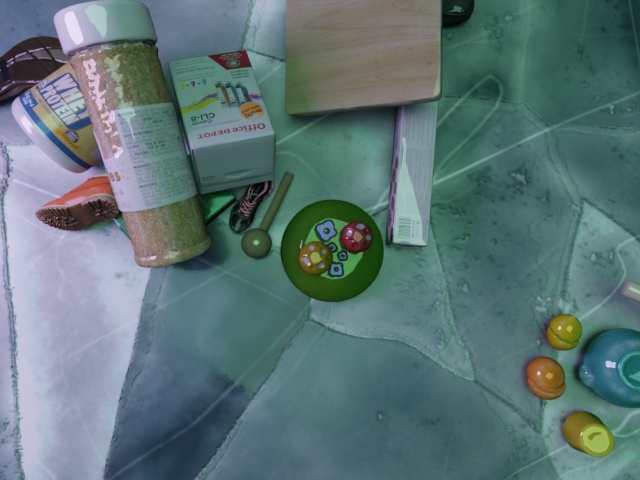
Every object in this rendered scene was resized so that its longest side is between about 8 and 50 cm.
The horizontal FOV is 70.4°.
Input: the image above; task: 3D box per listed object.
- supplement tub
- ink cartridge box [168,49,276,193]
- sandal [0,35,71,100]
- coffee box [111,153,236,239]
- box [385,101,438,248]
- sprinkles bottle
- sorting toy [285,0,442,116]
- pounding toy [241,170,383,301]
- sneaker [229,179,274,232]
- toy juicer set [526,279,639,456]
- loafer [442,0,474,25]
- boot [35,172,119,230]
[{"bbox_3d":[-0.368,-0.221,0.743,0.200,0.144,0.144,-39,88,-5],"label":"supplement tub"},{"bbox_3d":[-0.155,-0.187,0.730,0.128,0.127,0.176,-15,68,-14],"label":"ink cartridge box"},{"bbox_3d":[-0.510,-0.283,0.789,0.220,0.060,0.089,-21,80,10],"label":"sandal"},{"bbox_3d":[-0.250,-0.055,0.786,0.184,0.040,0.113,-42,88,-5],"label":"coffee box"},{"bbox_3d":[0.163,-0.147,0.804,0.067,0.063,0.323,5,85,-3],"label":"box"},{"bbox_3d":[-0.258,-0.142,0.655,0.122,0.121,0.354,-13,107,-4],"label":"sprinkles bottle"},{"bbox_3d":[0.076,-0.339,0.767,0.258,0.089,0.255,0,88,21],"label":"sorting toy"},{"bbox_3d":[0.000,0.000,0.760,0.237,0.110,0.182,30,84,0],"label":"pounding toy"},{"bbox_3d":[-0.123,-0.067,0.786,0.047,0.057,0.119,30,85,-3],"label":"sneaker"},{"bbox_3d":[0.504,0.192,0.787,0.329,0.089,0.209,-43,75,3],"label":"toy juicer set"},{"bbox_3d":[0.174,-0.452,0.824,0.224,0.078,0.076,15,85,-2],"label":"loafer"},{"bbox_3d":[-0.406,-0.068,0.776,0.158,0.059,0.084,-11,51,11],"label":"boot"}]
